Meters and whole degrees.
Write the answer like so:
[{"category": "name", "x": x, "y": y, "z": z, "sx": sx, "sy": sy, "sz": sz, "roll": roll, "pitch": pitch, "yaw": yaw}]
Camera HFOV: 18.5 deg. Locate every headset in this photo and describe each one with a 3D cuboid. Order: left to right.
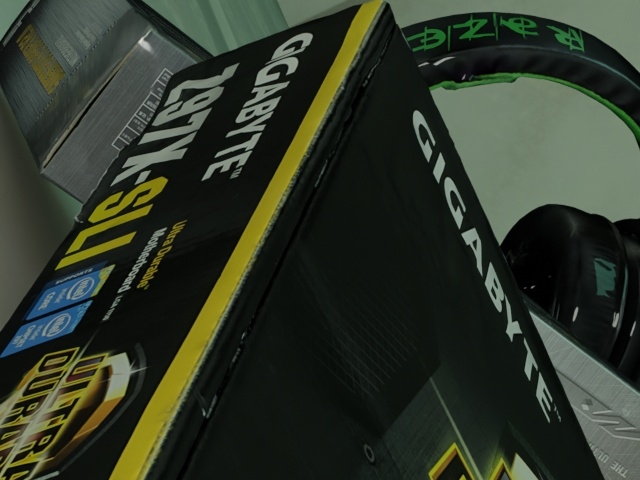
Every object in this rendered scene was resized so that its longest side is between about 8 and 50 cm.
[{"category": "headset", "x": 0.092, "y": 0.072, "z": 1.097, "sx": 0.185, "sy": 0.243, "sz": 0.394, "roll": -106, "pitch": -169, "yaw": -56}]

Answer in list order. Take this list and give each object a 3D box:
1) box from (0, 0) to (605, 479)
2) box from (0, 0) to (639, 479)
[{"category": "box", "x": 0.028, "y": 0.134, "z": 0.488, "sx": 0.322, "sy": 0.079, "sz": 0.257, "roll": 64, "pitch": 24, "yaw": -20}, {"category": "box", "x": 0.000, "y": 0.000, "z": 0.678, "sx": 0.231, "sy": 0.056, "sz": 0.183, "roll": 36, "pitch": 4, "yaw": -21}]
